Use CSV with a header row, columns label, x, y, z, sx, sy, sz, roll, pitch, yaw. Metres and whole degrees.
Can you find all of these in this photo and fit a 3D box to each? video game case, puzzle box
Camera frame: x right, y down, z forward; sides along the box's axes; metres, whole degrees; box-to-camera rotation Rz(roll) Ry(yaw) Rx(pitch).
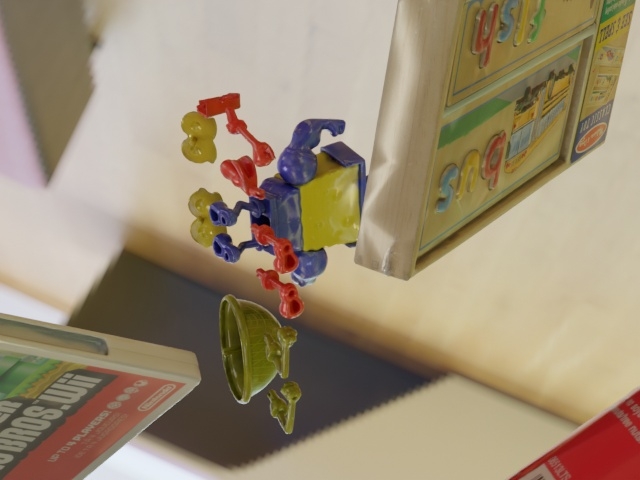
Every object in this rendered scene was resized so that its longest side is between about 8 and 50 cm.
label,x,y,z,sx,sy,sz,roll,pitch,yaw
video game case,-0.246,0.108,1.262,0.285,0.025,0.204,15,137,-40
puzzle box,0.163,-0.153,1.636,0.052,0.272,0.409,21,-152,23

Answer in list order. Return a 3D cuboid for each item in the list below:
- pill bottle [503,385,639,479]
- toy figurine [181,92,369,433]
label,x,y,z,sx,sy,sz,roll,pitch,yaw
pill bottle,0.279,0.170,1.220,0.229,0.408,0.229,55,-179,-2
toy figurine,0.000,0.000,2.156,0.191,0.217,0.362,29,131,51
